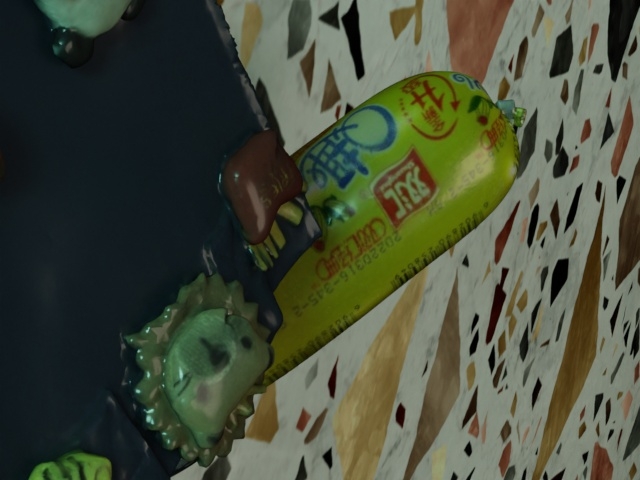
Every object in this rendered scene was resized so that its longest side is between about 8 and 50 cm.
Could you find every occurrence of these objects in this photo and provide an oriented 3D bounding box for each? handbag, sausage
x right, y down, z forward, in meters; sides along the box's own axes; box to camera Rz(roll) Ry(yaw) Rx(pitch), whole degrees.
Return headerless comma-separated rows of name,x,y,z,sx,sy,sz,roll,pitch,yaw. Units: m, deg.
handbag,-0.136,-0.006,0.775,0.303,0.122,0.329,-58,131,-37
sausage,0.000,0.000,1.056,0.347,0.123,0.123,-37,148,-3

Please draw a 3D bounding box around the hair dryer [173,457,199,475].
hair dryer,-0.168,0.027,0.912,0.235,0.091,0.271,-7,88,-42
